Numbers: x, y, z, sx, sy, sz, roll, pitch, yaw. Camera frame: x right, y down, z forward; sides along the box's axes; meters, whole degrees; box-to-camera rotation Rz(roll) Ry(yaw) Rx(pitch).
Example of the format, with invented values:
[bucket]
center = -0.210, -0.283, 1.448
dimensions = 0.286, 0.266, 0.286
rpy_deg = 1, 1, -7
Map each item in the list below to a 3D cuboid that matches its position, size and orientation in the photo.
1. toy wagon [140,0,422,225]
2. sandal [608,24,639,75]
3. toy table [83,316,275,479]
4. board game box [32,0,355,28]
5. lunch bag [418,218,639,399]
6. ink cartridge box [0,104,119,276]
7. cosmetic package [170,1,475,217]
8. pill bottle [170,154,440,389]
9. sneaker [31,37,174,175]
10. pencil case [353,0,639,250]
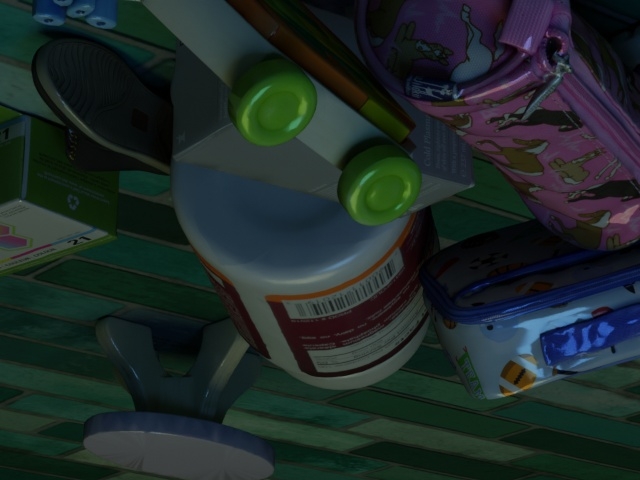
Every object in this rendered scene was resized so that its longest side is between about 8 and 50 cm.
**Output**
[toy wagon]
center = -0.067, -0.150, 1.339
dimensions = 0.068, 0.267, 0.344
rpy_deg = -46, 135, 8
[sandal]
center = 0.286, -0.108, 1.791
dimensions = 0.169, 0.102, 0.416
rpy_deg = 10, 158, -24
[toy table]
center = -0.176, 0.200, 2.528
dimensions = 0.252, 0.161, 0.274
rpy_deg = -14, 155, 33
[board game box]
center = -0.005, -0.243, 1.504
dimensions = 0.390, 0.050, 0.390
rpy_deg = 5, 158, -15
[lunch bag]
center = 0.248, 0.039, 1.753
dimensions = 0.303, 0.115, 0.243
rpy_deg = -17, -169, -3
[ink cartridge box]
center = -0.349, -0.057, 1.931
dimensions = 0.189, 0.097, 0.255
rpy_deg = -17, 154, 38
[cosmetic package]
center = 0.002, -0.109, 1.614
dimensions = 0.238, 0.127, 0.107
rpy_deg = 13, 156, -37
[pill bottle]
center = 0.000, 0.000, 1.906
dimensions = 0.224, 0.224, 0.392
rpy_deg = -3, 159, 7
[sneaker]
center = -0.213, -0.110, 1.813
dimensions = 0.118, 0.083, 0.222
rpy_deg = -3, 155, 34
[pencil case]
center = 0.168, -0.117, 1.544
dimensions = 0.160, 0.167, 0.386
rpy_deg = -19, 156, 19
